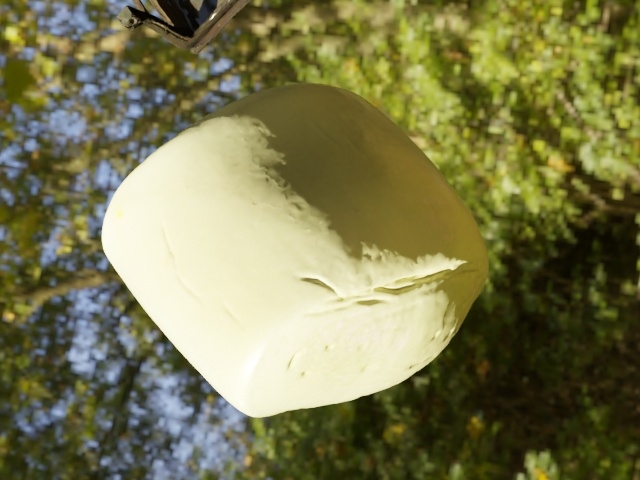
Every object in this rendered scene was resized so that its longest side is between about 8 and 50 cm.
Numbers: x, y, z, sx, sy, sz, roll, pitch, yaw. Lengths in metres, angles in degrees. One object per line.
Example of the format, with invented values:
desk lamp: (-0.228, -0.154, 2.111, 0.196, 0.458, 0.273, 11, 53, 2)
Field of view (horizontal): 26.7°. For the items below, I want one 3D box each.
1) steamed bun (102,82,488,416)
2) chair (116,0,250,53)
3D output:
steamed bun: (0.000, 0.000, 0.904, 0.250, 0.200, 0.154, -19, -33, -42)
chair: (-0.082, -0.221, 1.095, 0.106, 0.113, 0.229, -42, -24, 20)
